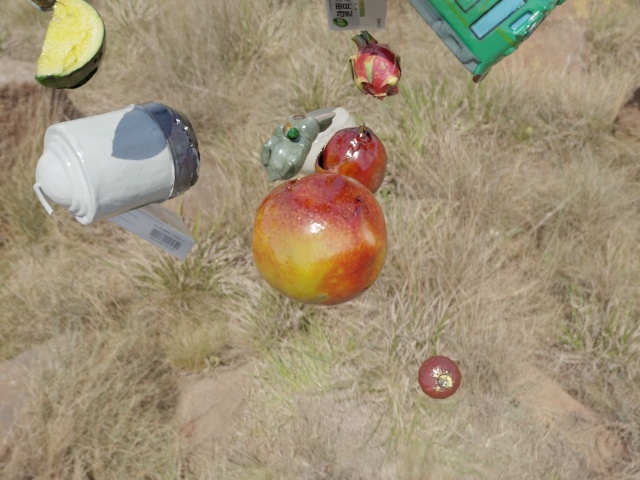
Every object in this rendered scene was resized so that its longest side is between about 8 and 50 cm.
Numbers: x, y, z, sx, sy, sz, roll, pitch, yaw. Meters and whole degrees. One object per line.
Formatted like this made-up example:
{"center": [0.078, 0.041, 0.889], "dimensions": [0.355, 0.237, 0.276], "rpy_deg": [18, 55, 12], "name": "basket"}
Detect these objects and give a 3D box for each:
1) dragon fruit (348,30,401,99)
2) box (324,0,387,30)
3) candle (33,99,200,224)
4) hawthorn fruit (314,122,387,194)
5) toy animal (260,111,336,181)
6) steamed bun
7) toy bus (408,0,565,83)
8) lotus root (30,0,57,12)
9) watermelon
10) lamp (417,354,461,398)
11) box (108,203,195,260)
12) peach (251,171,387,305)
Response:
{"center": [0.093, -0.299, 1.035], "dimensions": [0.086, 0.081, 0.116], "rpy_deg": [-14, 94, 2], "name": "dragon fruit"}
{"center": [0.096, -0.705, 1.639], "dimensions": [0.173, 0.333, 0.145], "rpy_deg": [2, 81, 5], "name": "box"}
{"center": [-0.434, -0.158, 1.252], "dimensions": [0.343, 0.221, 0.221], "rpy_deg": [-23, 49, -38], "name": "candle"}
{"center": [0.067, -0.161, 1.213], "dimensions": [0.148, 0.172, 0.148], "rpy_deg": [10, 49, -11], "name": "hawthorn fruit"}
{"center": [-0.060, -0.246, 1.475], "dimensions": [0.108, 0.138, 0.236], "rpy_deg": [30, 50, 1], "name": "toy animal"}
{"center": [0.001, -0.325, 2.091], "dimensions": [0.283, 0.177, 0.283], "rpy_deg": [-17, 32, 11], "name": "steamed bun"}
{"center": [0.242, -0.460, 0.999], "dimensions": [0.199, 0.343, 0.183], "rpy_deg": [-33, 16, 43], "name": "toy bus"}
{"center": [-0.538, -0.652, 1.261], "dimensions": [0.349, 0.175, 0.175], "rpy_deg": [-50, 53, 17], "name": "lotus root"}
{"center": [-0.396, -0.310, 0.994], "dimensions": [0.092, 0.075, 0.181], "rpy_deg": [3, 63, -9], "name": "watermelon"}
{"center": [0.272, 0.314, 1.391], "dimensions": [0.101, 0.090, 0.101], "rpy_deg": [0, 89, -5], "name": "lamp"}
{"center": [-0.484, -0.086, 1.512], "dimensions": [0.065, 0.343, 0.200], "rpy_deg": [-54, 30, 5], "name": "box"}
{"center": [0.000, 0.000, 1.004], "dimensions": [0.231, 0.231, 0.230], "rpy_deg": [-6, 54, 8], "name": "peach"}
